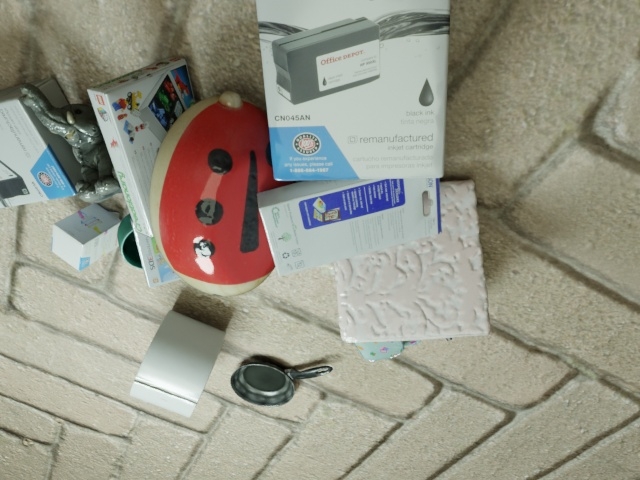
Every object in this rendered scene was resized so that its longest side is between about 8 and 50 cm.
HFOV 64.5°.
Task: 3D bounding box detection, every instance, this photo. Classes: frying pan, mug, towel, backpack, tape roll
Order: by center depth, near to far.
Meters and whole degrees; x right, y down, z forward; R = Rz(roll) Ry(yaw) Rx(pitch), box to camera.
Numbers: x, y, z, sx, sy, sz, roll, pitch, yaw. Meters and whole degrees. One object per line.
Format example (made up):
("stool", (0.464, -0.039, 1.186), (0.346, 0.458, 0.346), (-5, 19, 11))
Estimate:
("towel", (0.183, 0.046, 1.079), (0.317, 0.053, 0.331), (-5, 91, 13))
("mug", (-0.401, -0.005, 1.204), (0.129, 0.097, 0.158), (-46, 134, 7))
("backpack", (0.157, 0.198, 1.239), (0.189, 0.144, 0.165), (-22, 114, 21))
("tape roll", (-0.380, 0.331, 1.370), (0.169, 0.246, 0.246), (24, 127, -9))
("frying pan", (-0.134, 0.392, 1.492), (0.197, 0.053, 0.326), (35, 123, -16))

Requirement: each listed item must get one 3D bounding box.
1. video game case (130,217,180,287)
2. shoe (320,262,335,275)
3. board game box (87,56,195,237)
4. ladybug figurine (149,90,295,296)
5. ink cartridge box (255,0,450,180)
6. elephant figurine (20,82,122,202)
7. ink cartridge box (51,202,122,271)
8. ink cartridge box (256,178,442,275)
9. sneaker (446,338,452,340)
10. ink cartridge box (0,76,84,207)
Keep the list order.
("video game case", (-0.312, 0.005, 1.180), (0.213, 0.023, 0.193), (-16, 130, -21))
("shoe", (0.000, 0.000, 1.157), (0.058, 0.076, 0.219), (-15, 125, 14))
("board game box", (-0.317, -0.181, 1.005), (0.053, 0.193, 0.305), (19, 132, 29))
("ladybug figurine", (-0.175, -0.065, 1.013), (0.305, 0.162, 0.449), (-16, 127, -28))
("ink cartridge box", (0.057, -0.308, 0.815), (0.286, 0.166, 0.394), (0, 114, 9))
("elephant figurine", (-0.461, -0.211, 1.044), (0.170, 0.186, 0.239), (-25, 95, -13))
("ink cartridge box", (-0.550, -0.015, 1.214), (0.090, 0.143, 0.092), (33, 127, 7))
("ink cartridge box", (0.059, -0.050, 0.959), (0.333, 0.065, 0.165), (-13, 125, -3))
("sneaker", (0.257, 0.103, 1.139), (0.101, 0.153, 0.268), (-16, 122, 21))
("ink cartridge box", (-0.677, -0.197, 1.097), (0.308, 0.129, 0.223), (-7, 125, 16))
